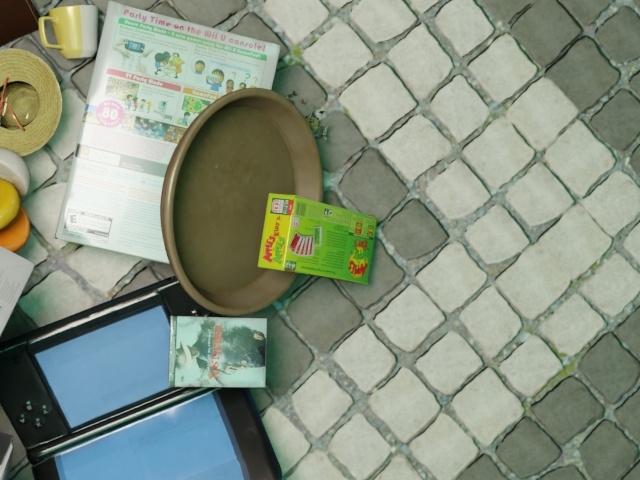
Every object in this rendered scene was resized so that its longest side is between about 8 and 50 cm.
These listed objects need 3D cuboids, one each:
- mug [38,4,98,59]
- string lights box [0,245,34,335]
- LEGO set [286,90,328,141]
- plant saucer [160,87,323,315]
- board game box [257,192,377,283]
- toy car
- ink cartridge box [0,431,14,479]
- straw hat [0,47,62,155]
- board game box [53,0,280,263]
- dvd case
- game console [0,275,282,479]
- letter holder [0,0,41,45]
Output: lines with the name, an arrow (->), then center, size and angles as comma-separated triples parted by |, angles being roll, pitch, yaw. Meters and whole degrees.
mug -> -0.321, -0.265, 1.292 | 0.078, 0.062, 0.064 | -8, 99, -16
string lights box -> -0.429, 0.128, 1.157 | 0.076, 0.133, 0.260 | 30, 128, -17
LEGO set -> -0.020, -0.162, 1.356 | 0.054, 0.023, 0.083 | -23, 79, -10
plant saucer -> -0.095, -0.047, 1.224 | 0.278, 0.041, 0.278 | -17, 112, -49
board game box -> 0.000, 0.000, 1.285 | 0.181, 0.043, 0.092 | 12, 87, -52
toy car -> -0.439, -0.031, 1.232 | 0.182, 0.136, 0.159 | 14, 56, 17
ink cartridge box -> -0.528, 0.297, 1.189 | 0.303, 0.307, 0.072 | 17, 43, -8
straw hat -> -0.381, -0.171, 1.279 | 0.144, 0.061, 0.145 | 1, 93, 12
board game box -> -0.195, -0.125, 1.289 | 0.224, 0.097, 0.303 | 14, 88, -9
dvd case -> -0.125, 0.136, 1.228 | 0.119, 0.013, 0.087 | 3, 84, -14
game console -> -0.227, 0.218, 1.230 | 0.293, 0.173, 0.250 | -22, 123, -9
letter holder -> -0.509, -0.279, 1.184 | 0.301, 0.214, 0.152 | -27, 93, -8
